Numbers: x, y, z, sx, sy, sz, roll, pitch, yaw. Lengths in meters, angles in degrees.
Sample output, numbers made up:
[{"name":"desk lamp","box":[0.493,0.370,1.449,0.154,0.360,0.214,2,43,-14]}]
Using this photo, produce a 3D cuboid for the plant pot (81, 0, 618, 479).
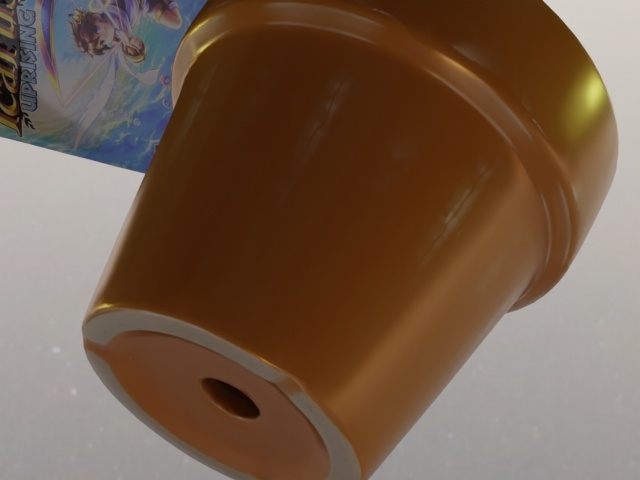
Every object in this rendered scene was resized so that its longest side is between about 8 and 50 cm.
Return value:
[{"name":"plant pot","box":[0.000,0.000,0.495,0.205,0.205,0.188,15,-125,26]}]

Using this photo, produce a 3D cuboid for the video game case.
[{"name":"video game case","box":[-0.169,-0.190,0.852,0.244,0.269,0.061,15,-151,15]}]
